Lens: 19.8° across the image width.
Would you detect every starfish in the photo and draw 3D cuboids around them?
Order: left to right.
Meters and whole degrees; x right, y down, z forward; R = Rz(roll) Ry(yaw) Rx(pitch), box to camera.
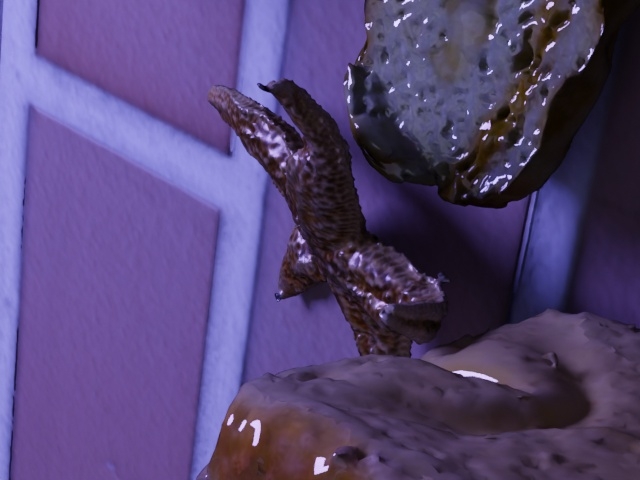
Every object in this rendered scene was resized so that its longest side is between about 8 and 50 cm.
[{"bbox_3d":[0.000,0.000,0.995,0.236,0.062,0.277,45,163,45],"label":"starfish"}]

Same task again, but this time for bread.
[{"bbox_3d":[0.094,-0.125,0.886,0.128,0.088,0.232,34,123,19],"label":"bread"},{"bbox_3d":[0.135,0.258,0.847,0.390,0.279,0.371,25,119,37],"label":"bread"}]
